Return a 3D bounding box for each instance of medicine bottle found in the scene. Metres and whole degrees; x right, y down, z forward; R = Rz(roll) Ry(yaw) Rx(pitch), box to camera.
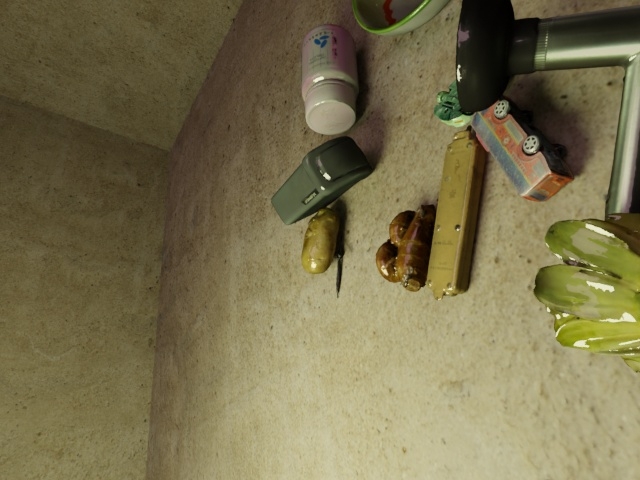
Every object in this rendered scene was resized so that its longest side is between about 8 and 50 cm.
[{"bbox_3d":[0.023,-0.415,1.048,0.152,0.151,0.255,-29,53,48],"label":"medicine bottle"}]

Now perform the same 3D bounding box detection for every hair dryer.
[{"bbox_3d":[0.298,-0.155,0.463,0.320,0.155,0.284,18,82,30],"label":"hair dryer"}]

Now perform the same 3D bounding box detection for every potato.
[{"bbox_3d":[0.000,0.000,0.967,0.107,0.079,0.171,105,175,-72],"label":"potato"}]

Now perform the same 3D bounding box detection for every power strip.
[{"bbox_3d":[0.234,-0.047,0.689,0.064,0.044,0.306,1,80,57],"label":"power strip"}]

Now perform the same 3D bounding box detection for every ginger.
[{"bbox_3d":[0.161,0.011,0.750,0.103,0.073,0.162,9,78,43],"label":"ginger"}]

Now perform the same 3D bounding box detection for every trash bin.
[{"bbox_3d":[0.005,-0.139,0.941,0.101,0.176,0.236,57,138,2],"label":"trash bin"}]

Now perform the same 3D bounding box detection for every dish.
[{"bbox_3d":[0.218,-0.588,0.862,0.324,0.124,0.325,-13,73,52],"label":"dish"}]

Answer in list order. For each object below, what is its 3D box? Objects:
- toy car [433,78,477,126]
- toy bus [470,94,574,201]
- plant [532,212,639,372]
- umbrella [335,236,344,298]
[{"bbox_3d":[0.279,-0.271,0.692,0.186,0.058,0.093,-48,34,6],"label":"toy car"},{"bbox_3d":[0.298,-0.147,0.612,0.077,0.064,0.192,-54,38,40],"label":"toy bus"},{"bbox_3d":[0.349,0.077,0.303,0.305,0.261,0.297,-23,14,30],"label":"plant"},{"bbox_3d":[0.043,0.061,0.949,0.022,0.022,0.149,69,-156,-72],"label":"umbrella"}]
